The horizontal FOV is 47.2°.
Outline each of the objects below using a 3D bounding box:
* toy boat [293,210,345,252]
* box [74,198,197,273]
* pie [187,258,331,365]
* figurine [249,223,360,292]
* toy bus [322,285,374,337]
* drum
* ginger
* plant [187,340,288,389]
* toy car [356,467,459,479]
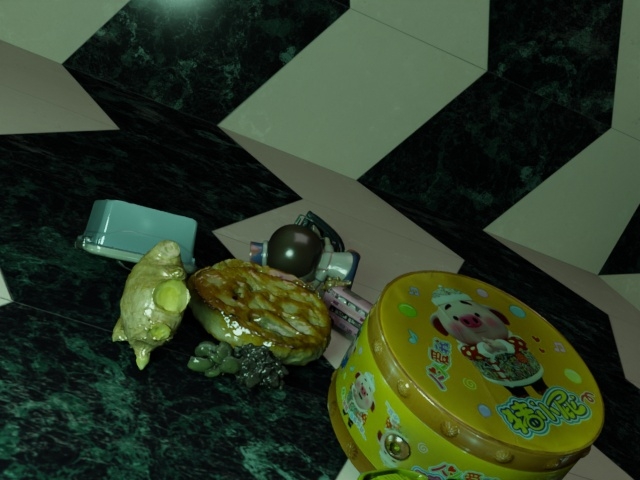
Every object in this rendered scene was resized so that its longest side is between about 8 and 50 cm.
[{"bbox_3d":[0.000,0.000,2.065,0.103,0.092,0.246,21,15,-36],"label":"toy boat"},{"bbox_3d":[-0.362,-0.002,1.465,0.227,0.129,0.162,13,-4,-29],"label":"box"},{"bbox_3d":[-0.117,0.147,1.464,0.315,0.092,0.315,22,22,-9],"label":"pie"},{"bbox_3d":[-0.040,0.048,1.789,0.276,0.161,0.158,24,-25,-10],"label":"figurine"},{"bbox_3d":[0.089,0.179,1.638,0.203,0.090,0.063,32,17,22],"label":"toy bus"},{"bbox_3d":[0.237,0.259,1.230,0.432,0.214,0.431,19,31,-12],"label":"drum"},{"bbox_3d":[-0.279,0.104,1.204,0.102,0.216,0.157,22,-24,-34],"label":"ginger"},{"bbox_3d":[-0.139,0.210,1.254,0.174,0.087,0.085,14,43,-17],"label":"plant"},{"bbox_3d":[0.137,0.400,0.929,0.201,0.142,0.248,10,12,-41],"label":"toy car"}]
